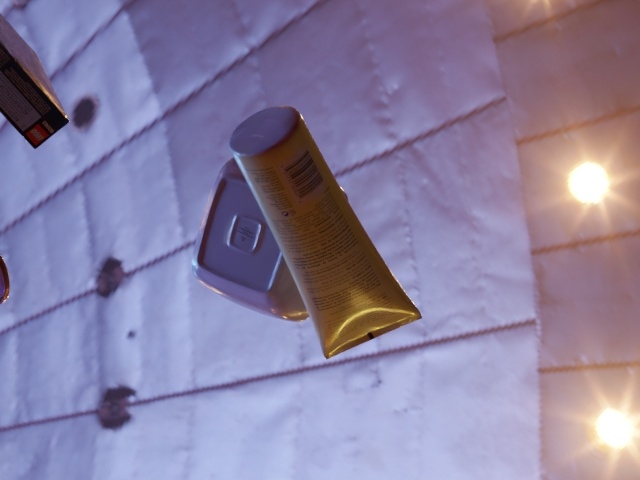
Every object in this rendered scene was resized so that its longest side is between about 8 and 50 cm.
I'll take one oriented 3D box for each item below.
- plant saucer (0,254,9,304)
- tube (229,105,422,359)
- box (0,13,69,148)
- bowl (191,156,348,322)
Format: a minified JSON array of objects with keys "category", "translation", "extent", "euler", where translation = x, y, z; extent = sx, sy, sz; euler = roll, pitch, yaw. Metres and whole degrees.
[{"category":"plant saucer","translation":[-0.380,0.035,1.496],"extent":[0.083,0.013,0.083],"euler":[22,-56,38]},{"category":"tube","translation":[0.000,0.000,1.073],"extent":[0.070,0.240,0.062],"euler":[4,-134,38]},{"category":"box","translation":[-0.326,-0.194,1.266],"extent":[0.044,0.159,0.233],"euler":[-39,-150,0]},{"category":"bowl","translation":[-0.055,-0.004,1.214],"extent":[0.142,0.053,0.142],"euler":[21,-83,28]}]
